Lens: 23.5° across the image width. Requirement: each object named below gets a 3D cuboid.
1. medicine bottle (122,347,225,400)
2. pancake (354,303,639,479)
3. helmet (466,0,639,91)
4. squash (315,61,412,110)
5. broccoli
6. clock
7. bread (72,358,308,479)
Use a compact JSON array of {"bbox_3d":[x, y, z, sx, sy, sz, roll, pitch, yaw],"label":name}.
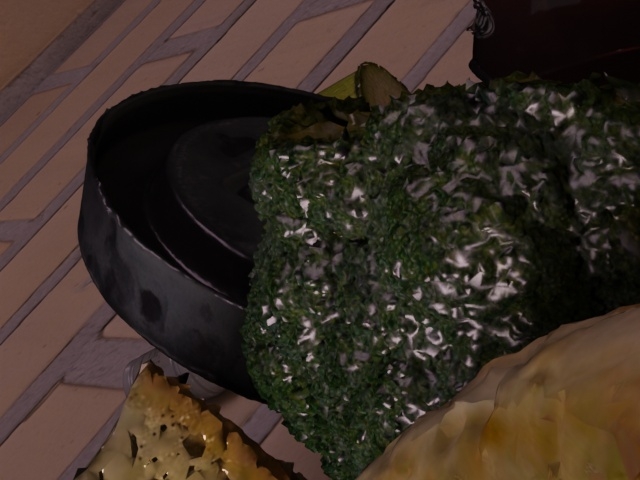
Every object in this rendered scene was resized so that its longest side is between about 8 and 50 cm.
[{"bbox_3d":[-0.112,0.108,1.265,0.091,0.058,0.058,-28,25,29],"label":"medicine bottle"},{"bbox_3d":[0.105,0.198,0.409,0.082,0.386,0.387,0,-11,-42],"label":"pancake"},{"bbox_3d":[0.211,-0.151,1.094,0.216,0.193,0.189,-11,21,-4],"label":"helmet"},{"bbox_3d":[-0.019,-0.036,1.308,0.247,0.132,0.132,-32,23,27],"label":"squash"},{"bbox_3d":[0.118,0.035,0.720,0.321,0.303,0.283,1,38,50],"label":"broccoli"},{"bbox_3d":[0.001,-0.001,0.981,0.319,0.319,0.066,-84,12,-60],"label":"clock"},{"bbox_3d":[-0.129,0.187,0.877,0.315,0.279,0.248,10,61,49],"label":"bread"}]
